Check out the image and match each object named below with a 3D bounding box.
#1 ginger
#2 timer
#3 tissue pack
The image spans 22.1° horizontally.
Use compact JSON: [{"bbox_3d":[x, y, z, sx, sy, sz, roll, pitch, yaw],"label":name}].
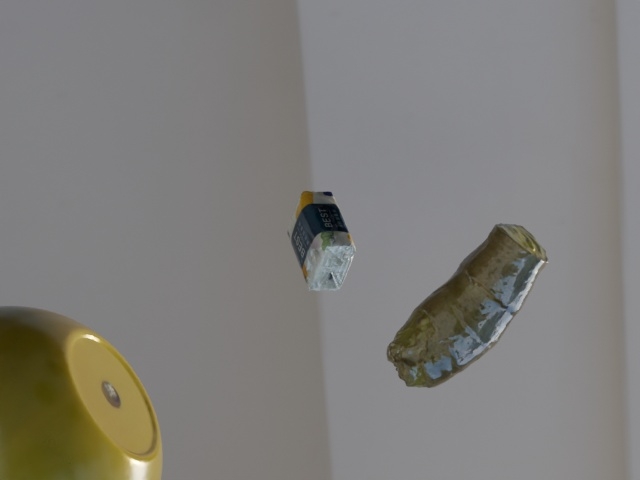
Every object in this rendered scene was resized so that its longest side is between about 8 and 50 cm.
[{"bbox_3d":[0.200,0.093,2.204,0.116,0.263,0.109,39,-174,-2],"label":"ginger"},{"bbox_3d":[-0.380,0.259,1.817,0.387,0.376,0.376,-30,-173,12],"label":"timer"},{"bbox_3d":[0.000,0.000,1.584,0.042,0.062,0.083,2,-138,-25],"label":"tissue pack"}]
